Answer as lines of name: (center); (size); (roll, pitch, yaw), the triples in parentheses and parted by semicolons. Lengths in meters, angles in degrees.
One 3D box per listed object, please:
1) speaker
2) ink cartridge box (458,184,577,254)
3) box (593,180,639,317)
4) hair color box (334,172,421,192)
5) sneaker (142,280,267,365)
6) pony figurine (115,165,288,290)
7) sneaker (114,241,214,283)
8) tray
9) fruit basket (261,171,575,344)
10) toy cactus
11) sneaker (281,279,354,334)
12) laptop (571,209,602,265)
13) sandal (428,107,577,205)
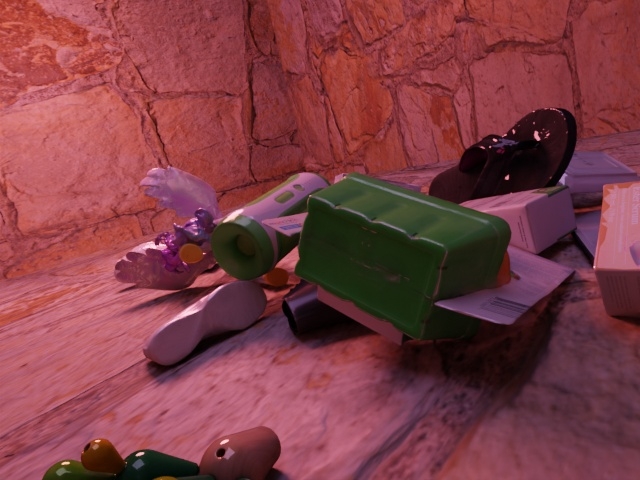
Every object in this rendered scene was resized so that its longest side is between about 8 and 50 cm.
speaker: (-0.077, -0.039, 0.840); (0.131, 0.131, 0.296); (-6, 21, 30)
ink cartridge box: (0.326, -0.031, 0.802); (0.153, 0.086, 0.208); (-21, 8, -34)
box: (0.395, 0.007, 0.453); (0.170, 0.091, 0.130); (-4, 48, 40)
hair color box: (0.129, -0.108, 1.162); (0.185, 0.113, 0.374); (9, 8, -2)
sneaker: (-0.190, 0.127, 0.710); (0.212, 0.080, 0.094); (-24, 4, -38)
pony figurine: (-0.265, 0.001, 1.014); (0.351, 0.302, 0.363); (17, -4, -23)
sneaker: (-0.425, 0.059, 1.203); (0.297, 0.111, 0.129); (-15, 18, -6)
tray: (0.560, -0.154, 0.920); (0.270, 0.030, 0.145); (-5, 41, -25)
fruit basket: (0.148, 0.018, 0.608); (0.327, 0.165, 0.353); (24, 15, 34)
toy cactus: (-0.082, 0.186, 0.301); (0.219, 0.112, 0.180); (-10, -7, 24)
sneaker: (-0.015, 0.077, 0.712); (0.118, 0.083, 0.222); (-15, 13, -12)
laptop: (0.594, -0.123, 0.629); (0.408, 0.236, 0.382); (-8, 12, 22)
sandal: (0.345, -0.131, 0.942); (0.107, 0.167, 0.446); (0, -15, -19)
